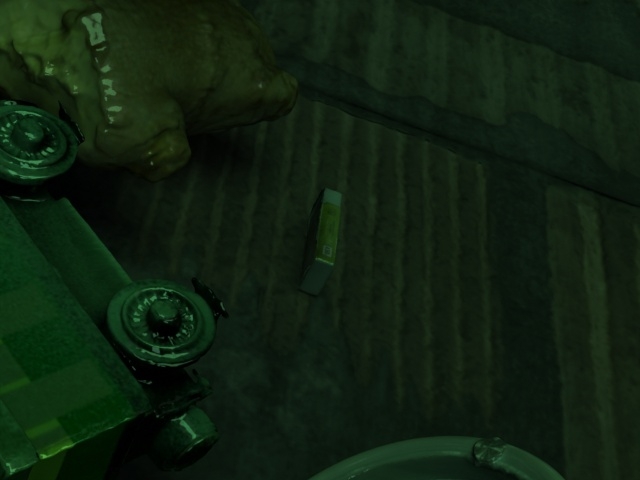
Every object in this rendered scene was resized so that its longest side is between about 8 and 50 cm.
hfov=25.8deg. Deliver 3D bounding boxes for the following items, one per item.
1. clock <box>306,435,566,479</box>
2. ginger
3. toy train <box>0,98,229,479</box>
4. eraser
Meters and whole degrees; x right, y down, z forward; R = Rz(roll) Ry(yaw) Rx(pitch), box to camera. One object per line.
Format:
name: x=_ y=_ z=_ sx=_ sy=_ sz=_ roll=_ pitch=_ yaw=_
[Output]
clock: x=0.048 y=0.209 z=0.805 sx=0.236 sy=0.053 sz=0.236 roll=-18 pitch=32 yaw=12
ginger: x=-0.135 y=-0.126 z=1.030 sx=0.275 sy=0.130 sz=0.221 roll=8 pitch=32 yaw=-35
toy train: x=-0.196 y=0.040 z=0.862 sx=0.202 sy=0.120 sz=0.301 roll=-23 pitch=62 yaw=-39
eraser: x=0.000 y=0.000 z=1.075 sx=0.019 sy=0.038 sz=0.083 roll=18 pitch=42 yaw=-9
